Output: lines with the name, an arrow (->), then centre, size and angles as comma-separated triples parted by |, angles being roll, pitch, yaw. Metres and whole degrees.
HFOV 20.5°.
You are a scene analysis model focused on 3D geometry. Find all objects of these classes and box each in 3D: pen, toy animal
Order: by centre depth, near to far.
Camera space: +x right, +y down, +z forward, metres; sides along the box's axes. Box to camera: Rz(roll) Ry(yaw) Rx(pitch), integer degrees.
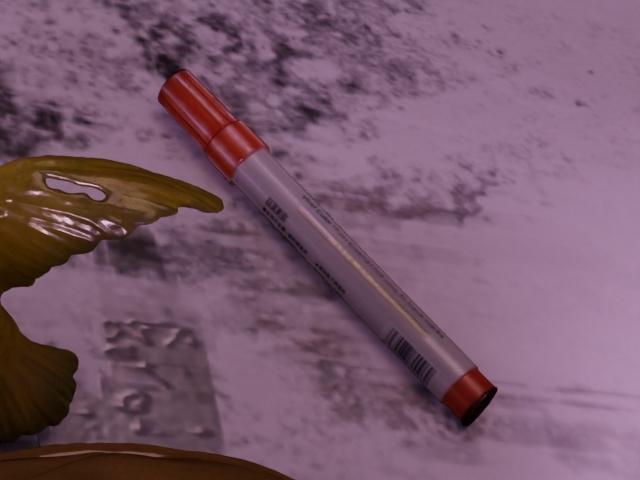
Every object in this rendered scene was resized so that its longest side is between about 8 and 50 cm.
toy animal -> -0.167, 0.024, 0.703 | 0.155, 0.095, 0.219 | 38, 73, 3
pen -> 0.000, 0.000, 0.888 | 0.028, 0.028, 0.239 | -24, 64, -44

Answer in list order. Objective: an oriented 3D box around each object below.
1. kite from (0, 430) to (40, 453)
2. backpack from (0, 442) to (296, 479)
kite -> -0.229, -0.004, 0.768 | 0.169, 0.015, 0.310 | -1, 49, -30
backpack -> -0.079, 0.200, 0.501 | 0.378, 0.201, 0.353 | -28, 70, -42
